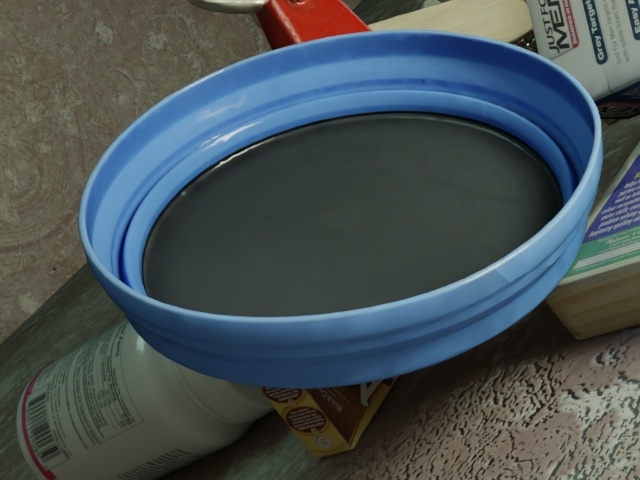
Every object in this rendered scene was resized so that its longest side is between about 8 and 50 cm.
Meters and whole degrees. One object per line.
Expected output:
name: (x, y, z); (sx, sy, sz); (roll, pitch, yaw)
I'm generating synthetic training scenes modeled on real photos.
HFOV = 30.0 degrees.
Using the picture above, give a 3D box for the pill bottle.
pill bottle: (-0.161, 0.150, 1.194); (0.283, 0.160, 0.160); (-29, 16, 35)

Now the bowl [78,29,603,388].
bowl: (0.016, -0.037, 0.907); (0.391, 0.077, 0.391); (-9, 36, 6)

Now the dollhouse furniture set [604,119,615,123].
dollhouse furniture set: (0.292, -0.219, 1.141); (0.161, 0.182, 0.101); (-31, 15, 29)

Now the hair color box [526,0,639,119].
hair color box: (0.320, -0.230, 0.950); (0.105, 0.174, 0.347); (-5, -11, -35)

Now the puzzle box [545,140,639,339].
puzzle box: (0.355, -0.076, 0.774); (0.409, 0.052, 0.272); (-23, 21, 52)

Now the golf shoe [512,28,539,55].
golf shoe: (0.256, -0.255, 1.627); (0.186, 0.067, 0.086); (-37, 11, 11)

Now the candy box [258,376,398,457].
candy box: (-0.018, 0.075, 0.991); (0.053, 0.187, 0.109); (-23, 20, 43)

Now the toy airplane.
toy airplane: (0.015, -0.144, 1.260); (0.272, 0.386, 0.384); (90, -167, -54)
